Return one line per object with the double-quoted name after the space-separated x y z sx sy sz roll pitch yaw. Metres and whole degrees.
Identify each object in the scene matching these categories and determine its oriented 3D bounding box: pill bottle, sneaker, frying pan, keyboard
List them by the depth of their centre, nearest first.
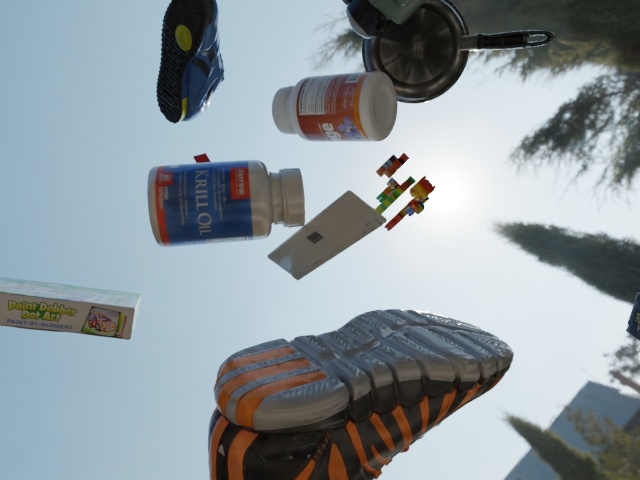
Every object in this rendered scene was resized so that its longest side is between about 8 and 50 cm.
0.042 0.172 0.483 0.321 0.124 0.180 -3 -72 -33 "sneaker"
-0.164 -0.250 0.710 0.082 0.069 0.209 -33 -17 -39 "sneaker"
-0.138 -0.059 0.800 0.221 0.124 0.124 -6 -56 -7 "pill bottle"
0.000 0.000 0.828 0.072 0.256 0.014 42 -129 -10 "keyboard"
0.233 -0.329 0.958 0.053 0.326 0.197 -56 -15 -73 "frying pan"
0.021 -0.241 0.969 0.121 0.216 0.121 -14 -73 -54 "pill bottle"

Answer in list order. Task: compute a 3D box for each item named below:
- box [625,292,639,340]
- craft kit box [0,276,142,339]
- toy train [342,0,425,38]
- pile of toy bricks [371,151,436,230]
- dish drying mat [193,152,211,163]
0.598 0.139 0.627 0.295 0.293 0.073 -5 -66 -16 "box"
-0.434 0.109 0.884 0.247 0.250 0.061 12 -94 -17 "craft kit box"
0.150 -0.458 0.789 0.142 0.190 0.334 22 -43 -35 "toy train"
0.137 -0.080 1.024 0.105 0.118 0.212 -44 -3 -8 "pile of toy bricks"
-0.256 -0.163 1.189 0.032 0.083 0.008 -21 -28 -25 "dish drying mat"
